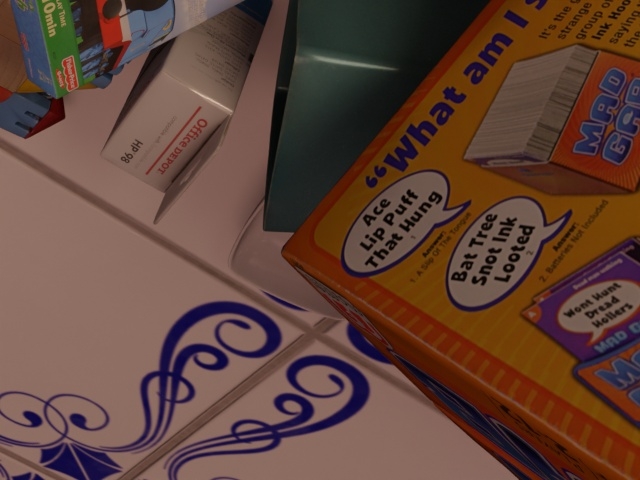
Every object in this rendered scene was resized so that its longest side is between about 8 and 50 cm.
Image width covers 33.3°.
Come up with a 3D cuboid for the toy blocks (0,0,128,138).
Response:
[{"bbox_3d":[-0.246,-0.195,0.773,0.261,0.190,0.381,27,136,-30],"label":"toy blocks"}]

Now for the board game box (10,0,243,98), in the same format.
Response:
[{"bbox_3d":[-0.107,-0.207,0.692,0.039,0.211,0.160,34,145,29],"label":"board game box"}]

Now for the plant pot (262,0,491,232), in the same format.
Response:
[{"bbox_3d":[0.087,-0.103,0.776,0.234,0.165,0.165,8,136,-6],"label":"plant pot"}]

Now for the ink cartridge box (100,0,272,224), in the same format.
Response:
[{"bbox_3d":[-0.102,-0.111,0.794,0.060,0.180,0.104,31,133,-17],"label":"ink cartridge box"}]

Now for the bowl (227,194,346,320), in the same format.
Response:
[{"bbox_3d":[0.000,0.000,0.972,0.142,0.053,0.142,25,134,-11],"label":"bowl"}]

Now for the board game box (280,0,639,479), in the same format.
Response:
[{"bbox_3d":[0.278,0.028,0.585,0.356,0.356,0.356,32,170,50],"label":"board game box"}]
